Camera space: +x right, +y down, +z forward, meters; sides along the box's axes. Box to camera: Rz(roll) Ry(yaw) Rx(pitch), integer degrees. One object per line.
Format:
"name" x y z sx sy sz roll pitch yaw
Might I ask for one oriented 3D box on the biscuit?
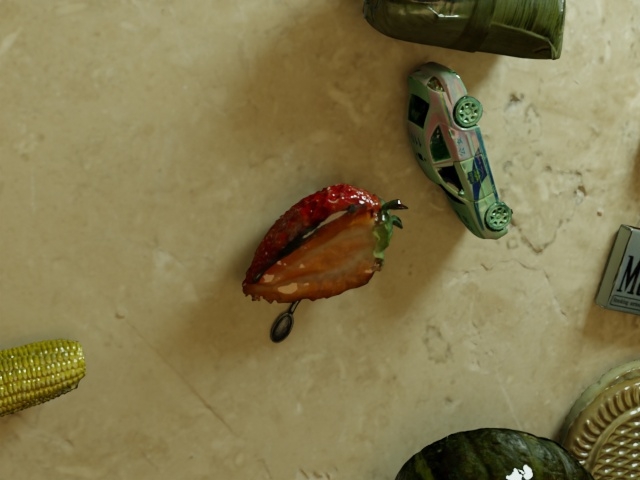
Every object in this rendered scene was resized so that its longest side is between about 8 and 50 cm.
"biscuit" 0.435 0.289 1.546 0.259 0.079 0.259 -6 107 -18

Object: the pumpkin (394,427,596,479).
"pumpkin" 0.222 0.388 1.417 0.320 0.192 0.320 -1 106 -4

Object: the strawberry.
"strawberry" 0.003 -0.001 1.283 0.140 0.085 0.192 26 117 -41

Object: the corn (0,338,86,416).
"corn" -0.351 0.157 1.201 0.203 0.072 0.072 -17 112 -17

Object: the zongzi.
"zongzi" 0.170 -0.345 1.222 0.250 0.125 0.274 2 103 -29

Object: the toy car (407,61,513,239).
"toy car" 0.155 -0.097 1.311 0.076 0.090 0.224 -24 114 -10

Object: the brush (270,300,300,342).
"brush" -0.036 0.086 1.336 0.024 0.008 0.083 27 95 -23

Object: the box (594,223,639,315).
"box" 0.461 0.049 1.506 0.177 0.036 0.115 12 101 -24
